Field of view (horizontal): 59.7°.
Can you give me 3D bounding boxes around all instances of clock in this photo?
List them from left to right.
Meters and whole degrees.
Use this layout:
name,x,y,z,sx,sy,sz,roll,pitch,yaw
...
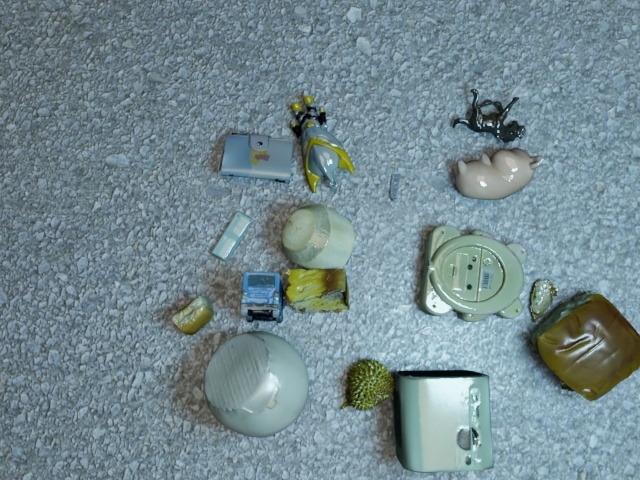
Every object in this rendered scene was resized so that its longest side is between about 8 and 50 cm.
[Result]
name,x,y,z,sx,sy,sz,roll,pitch,yaw
clock,0.466,0.108,1.711,0.309,0.114,0.284,9,80,-1

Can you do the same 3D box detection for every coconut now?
name,x,y,z,sx,sy,sz,roll,pitch,yaw
coconut,0.000,0.000,1.684,0.202,0.222,0.202,-18,59,34

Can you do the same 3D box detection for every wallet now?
name,x,y,z,sx,sy,sz,roll,pitch,yaw
wallet,-0.202,-0.263,1.784,0.231,0.069,0.170,6,64,-4

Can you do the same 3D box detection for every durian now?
name,x,y,z,sx,sy,sz,roll,pitch,yaw
durian,0.116,0.433,1.651,0.208,0.102,0.146,-49,45,27

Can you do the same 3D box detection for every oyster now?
name,x,y,z,sx,sy,sz,roll,pitch,yaw
oyster,0.683,0.183,1.738,0.086,0.029,0.132,42,87,12

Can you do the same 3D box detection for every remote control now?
name,x,y,z,sx,sy,sz,roll,pitch,yaw
remote control,-0.280,-0.015,1.765,0.061,0.029,0.162,30,82,3

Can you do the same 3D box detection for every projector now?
name,x,y,z,sx,sy,sz,roll,pitch,yaw
projector,0.340,0.499,1.577,0.248,0.248,0.249,-1,81,0

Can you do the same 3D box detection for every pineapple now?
name,x,y,z,sx,sy,sz,roll,pitch,yaw
pineapple,0.009,0.148,1.660,0.236,0.186,0.114,11,62,-30

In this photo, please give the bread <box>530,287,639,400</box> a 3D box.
name,x,y,z,sx,sy,sz,roll,pitch,yaw
bread,0.775,0.304,1.621,0.279,0.225,0.250,-39,82,-1

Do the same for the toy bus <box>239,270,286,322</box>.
name,x,y,z,sx,sy,sz,roll,pitch,yaw
toy bus,-0.165,0.170,1.639,0.116,0.234,0.133,1,74,0

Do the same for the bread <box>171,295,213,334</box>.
name,x,y,z,sx,sy,sz,roll,pitch,yaw
bread,-0.382,0.231,1.689,0.125,0.106,0.082,-38,83,-3

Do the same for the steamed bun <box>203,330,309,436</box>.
name,x,y,z,sx,sy,sz,roll,pitch,yaw
steamed bun,-0.161,0.421,1.595,0.309,0.309,0.309,0,81,0

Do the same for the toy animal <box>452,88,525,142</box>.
name,x,y,z,sx,sy,sz,roll,pitch,yaw
toy animal,0.550,-0.394,1.798,0.232,0.084,0.148,9,83,-2

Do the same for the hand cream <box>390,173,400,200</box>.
name,x,y,z,sx,sy,sz,roll,pitch,yaw
hand cream,0.239,-0.173,1.796,0.030,0.019,0.093,9,79,0

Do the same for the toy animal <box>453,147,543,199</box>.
name,x,y,z,sx,sy,sz,roll,pitch,yaw
toy animal,0.546,-0.204,1.731,0.250,0.166,0.154,-17,91,4

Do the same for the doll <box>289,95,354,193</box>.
name,x,y,z,sx,sy,sz,roll,pitch,yaw
doll,-0.004,-0.308,1.775,0.145,0.103,0.316,-18,75,-6
